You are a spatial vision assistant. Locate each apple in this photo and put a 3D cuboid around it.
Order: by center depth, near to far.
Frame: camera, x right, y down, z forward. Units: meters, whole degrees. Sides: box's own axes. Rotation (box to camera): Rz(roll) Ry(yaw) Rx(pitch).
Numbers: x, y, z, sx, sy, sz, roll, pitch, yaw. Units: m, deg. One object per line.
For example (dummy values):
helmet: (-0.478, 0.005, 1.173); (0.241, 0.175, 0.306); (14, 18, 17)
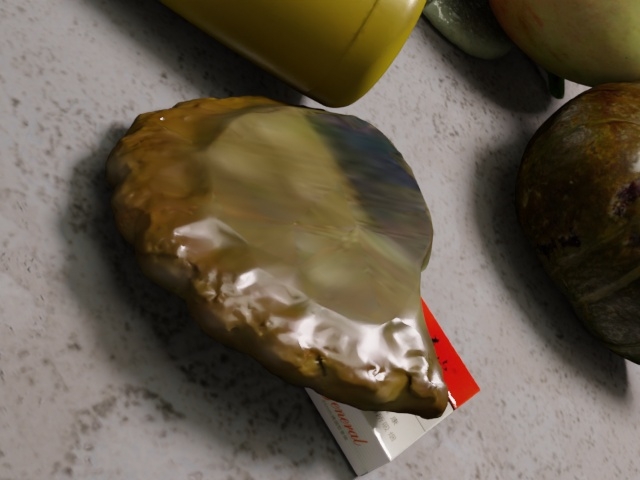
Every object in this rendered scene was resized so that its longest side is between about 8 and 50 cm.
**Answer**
apple: (0.337, -0.333, 1.338); (0.277, 0.319, 0.319); (34, 43, -25)

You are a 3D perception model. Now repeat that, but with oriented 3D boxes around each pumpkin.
pumpkin: (0.335, -0.045, 1.236); (0.232, 0.242, 0.325); (30, 40, -39)

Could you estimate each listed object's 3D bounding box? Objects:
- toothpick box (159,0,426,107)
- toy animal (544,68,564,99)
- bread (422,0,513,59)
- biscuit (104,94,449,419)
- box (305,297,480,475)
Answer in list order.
toothpick box: (-0.053, -0.249, 1.038); (0.271, 0.175, 0.175); (28, 45, -16)
toy animal: (0.275, -0.276, 1.499); (0.075, 0.041, 0.217); (-12, 76, -50)
bread: (0.195, -0.272, 1.416); (0.112, 0.036, 0.193); (50, 40, -7)
biscuit: (0.000, 0.000, 0.950); (0.335, 0.078, 0.329); (48, 37, 13)
box: (0.060, 0.119, 0.993); (0.152, 0.048, 0.100); (-26, 84, -49)
